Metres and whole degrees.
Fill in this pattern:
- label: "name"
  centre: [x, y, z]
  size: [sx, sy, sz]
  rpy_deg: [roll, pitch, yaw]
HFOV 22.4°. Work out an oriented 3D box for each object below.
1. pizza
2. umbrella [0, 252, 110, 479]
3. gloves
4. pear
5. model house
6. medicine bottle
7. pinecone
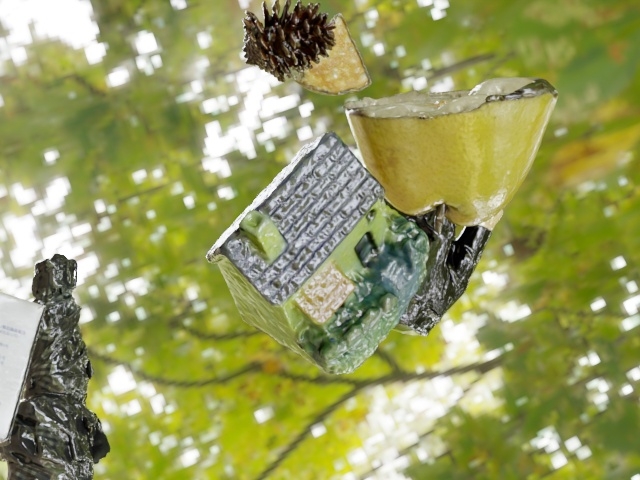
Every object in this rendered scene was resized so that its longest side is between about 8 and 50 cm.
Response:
- label: "pizza"
  centre: [0.020, -0.243, 2.113]
  size: [0.026, 0.123, 0.108]
  rpy_deg: [20, -74, 51]
- label: "umbrella"
  centre: [-0.368, 0.191, 2.122]
  size: [0.128, 0.154, 0.336]
  rpy_deg: [-32, -113, 58]
- label: "gloves"
  centre: [0.146, -0.007, 2.296]
  size: [0.197, 0.301, 0.152]
  rpy_deg: [18, -30, 4]
- label: "pear"
  centre: [0.168, -0.104, 1.996]
  size: [0.267, 0.267, 0.178]
  rpy_deg: [13, -65, 55]
- label: "model house"
  centre: [0.000, 0.000, 1.711]
  size: [0.170, 0.194, 0.211]
  rpy_deg: [34, -17, 31]
- label: "medicine bottle"
  centre: [-0.418, 0.120, 1.782]
  size: [0.052, 0.201, 0.171]
  rpy_deg: [-29, -134, 61]
- label: "pinecone"
  centre: [-0.036, -0.233, 1.887]
  size: [0.102, 0.109, 0.102]
  rpy_deg: [178, -90, -86]
